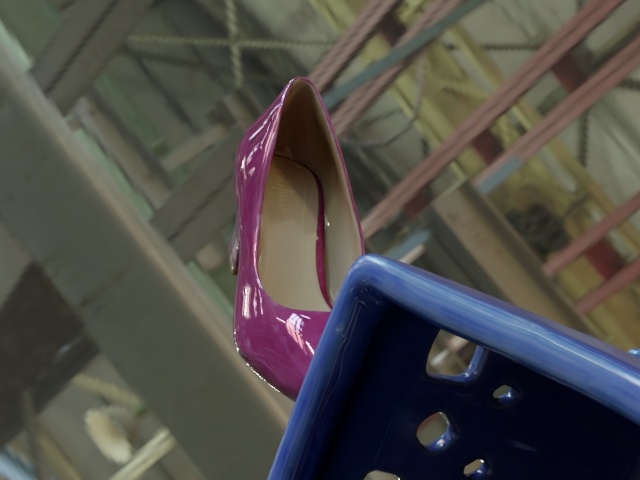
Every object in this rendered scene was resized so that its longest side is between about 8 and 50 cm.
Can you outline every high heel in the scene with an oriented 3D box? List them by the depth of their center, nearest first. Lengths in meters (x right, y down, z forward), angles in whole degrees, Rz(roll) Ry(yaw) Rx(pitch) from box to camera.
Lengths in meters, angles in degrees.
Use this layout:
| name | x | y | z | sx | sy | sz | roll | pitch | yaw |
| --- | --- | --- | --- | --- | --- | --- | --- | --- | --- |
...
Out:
| name | x | y | z | sx | sy | sz | roll | pitch | yaw |
| --- | --- | --- | --- | --- | --- | --- | --- | --- | --- |
| high heel | 0.000 | 0.000 | 0.857 | 0.244 | 0.082 | 0.117 | -112 | -146 | -64 |

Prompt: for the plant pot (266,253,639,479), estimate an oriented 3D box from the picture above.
| name | x | y | z | sx | sy | sz | roll | pitch | yaw |
| --- | --- | --- | --- | --- | --- | --- | --- | --- | --- |
| plant pot | 0.116 | 0.159 | 0.683 | 0.236 | 0.212 | 0.236 | 28 | -79 | 56 |
